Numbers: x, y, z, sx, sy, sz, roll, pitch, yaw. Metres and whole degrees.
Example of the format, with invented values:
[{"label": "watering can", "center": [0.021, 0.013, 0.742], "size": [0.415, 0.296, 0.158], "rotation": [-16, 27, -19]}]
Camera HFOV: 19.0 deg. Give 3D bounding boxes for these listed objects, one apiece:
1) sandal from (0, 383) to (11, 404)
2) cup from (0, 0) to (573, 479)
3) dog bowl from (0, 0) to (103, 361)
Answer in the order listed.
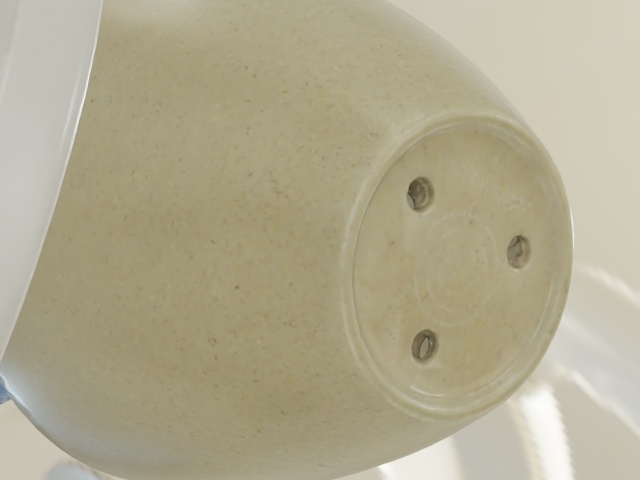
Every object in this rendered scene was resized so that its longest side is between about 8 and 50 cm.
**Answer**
[{"label": "sandal", "center": [-0.328, 0.164, 1.403], "size": [0.317, 0.126, 0.138], "rotation": [-30, -113, 30]}, {"label": "cup", "center": [0.000, 0.000, 1.080], "size": [0.237, 0.331, 0.331], "rotation": [11, -43, 51]}, {"label": "dog bowl", "center": [-0.159, -0.009, 0.450], "size": [0.104, 0.265, 0.265], "rotation": [23, -8, -27]}]
